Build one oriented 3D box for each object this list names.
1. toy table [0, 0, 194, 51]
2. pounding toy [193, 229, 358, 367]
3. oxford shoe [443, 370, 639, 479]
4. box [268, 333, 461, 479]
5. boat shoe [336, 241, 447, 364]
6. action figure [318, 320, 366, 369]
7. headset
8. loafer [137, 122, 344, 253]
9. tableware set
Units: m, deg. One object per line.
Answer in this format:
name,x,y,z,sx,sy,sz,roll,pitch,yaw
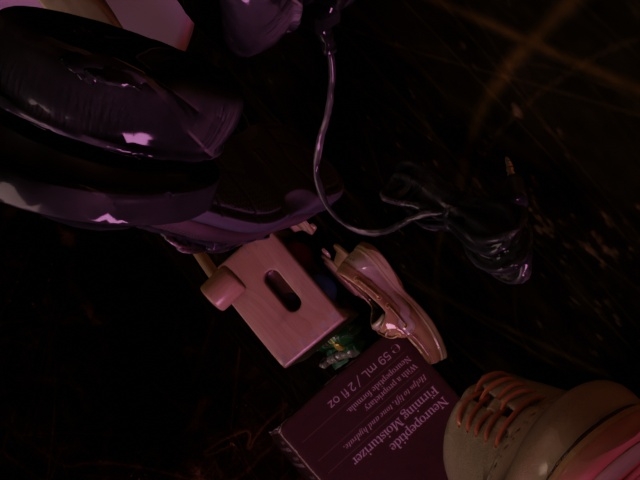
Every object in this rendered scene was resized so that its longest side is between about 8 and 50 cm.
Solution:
toy table,-0.203,-0.216,0.626,0.274,0.252,0.161,39,-177,0
pounding toy,-0.056,0.034,1.037,0.181,0.094,0.206,50,-174,8
oxford shoe,0.143,0.162,0.710,0.146,0.140,0.397,53,167,22
box,0.073,0.227,1.056,0.203,0.168,0.167,49,167,6
boat shoe,0.064,0.065,0.904,0.135,0.045,0.050,52,168,-8
action figure,0.004,0.114,1.236,0.137,0.063,0.232,54,164,-4
headset,-0.057,-0.098,0.458,0.394,0.243,0.185,33,-175,-38
loafer,-0.079,-0.028,0.702,0.109,0.095,0.302,51,-159,13
tableware set,0.000,0.000,0.990,0.168,0.020,0.141,46,174,-4
